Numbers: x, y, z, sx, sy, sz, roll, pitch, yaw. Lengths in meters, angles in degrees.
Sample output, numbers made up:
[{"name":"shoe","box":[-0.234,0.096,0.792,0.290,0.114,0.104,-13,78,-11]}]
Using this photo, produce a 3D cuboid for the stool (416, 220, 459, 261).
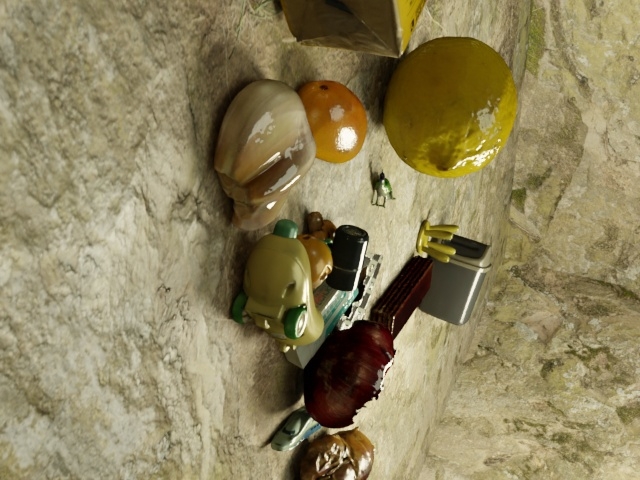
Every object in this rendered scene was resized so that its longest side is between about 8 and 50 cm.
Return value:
[{"name":"stool","box":[0.378,0.001,2.357,0.134,0.110,0.135,62,45,-58]}]

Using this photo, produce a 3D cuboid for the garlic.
[{"name":"garlic","box":[-0.075,-0.150,1.163,0.228,0.110,0.217,-61,150,-33]}]

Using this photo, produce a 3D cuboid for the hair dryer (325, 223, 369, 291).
[{"name":"hair dryer","box":[0.071,0.011,1.545,0.219,0.071,0.124,-54,159,-67]}]

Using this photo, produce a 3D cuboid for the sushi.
[{"name":"sushi","box":[0.064,0.120,1.732,0.192,0.040,0.210,9,102,-59]}]

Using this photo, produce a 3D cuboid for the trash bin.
[{"name":"trash bin","box":[0.466,0.129,2.534,0.182,0.209,0.291,-14,122,-67]}]

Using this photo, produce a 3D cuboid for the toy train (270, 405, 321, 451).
[{"name":"toy train","box":[-0.046,0.417,1.645,0.234,0.052,0.051,-5,105,-67]}]

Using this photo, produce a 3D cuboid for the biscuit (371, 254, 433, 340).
[{"name":"biscuit","box":[0.250,0.171,2.197,0.388,0.073,0.107,-44,143,-55]}]

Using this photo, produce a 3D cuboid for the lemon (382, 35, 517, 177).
[{"name":"lemon","box":[0.300,-0.312,1.716,0.336,0.336,0.336,14,90,-68]}]

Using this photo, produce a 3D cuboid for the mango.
[{"name":"mango","box":[0.025,-0.211,1.374,0.141,0.102,0.217,-64,154,-14]}]

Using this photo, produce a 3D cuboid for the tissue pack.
[{"name":"tissue pack","box":[0.080,-0.527,1.149,0.293,0.228,0.382,68,40,-57]}]

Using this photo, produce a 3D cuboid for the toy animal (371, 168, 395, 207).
[{"name":"toy animal","box":[0.162,-0.111,1.858,0.217,0.041,0.075,51,54,-69]}]

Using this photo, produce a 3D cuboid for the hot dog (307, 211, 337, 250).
[{"name":"hot dog","box":[-0.001,0.002,1.504,0.140,0.060,0.090,85,25,-58]}]

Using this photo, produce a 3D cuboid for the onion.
[{"name":"onion","box":[0.043,0.271,1.620,0.272,0.195,0.272,-47,-171,10]}]

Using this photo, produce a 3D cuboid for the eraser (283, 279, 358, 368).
[{"name":"eraser","box":[0.000,0.157,1.556,0.225,0.052,0.096,-51,149,-27]}]

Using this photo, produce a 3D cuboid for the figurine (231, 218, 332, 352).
[{"name":"figurine","box":[-0.051,0.084,1.350,0.324,0.124,0.222,63,42,-63]}]

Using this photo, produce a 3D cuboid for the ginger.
[{"name":"ginger","box":[0.022,0.636,1.806,0.274,0.152,0.358,36,68,-67]}]
